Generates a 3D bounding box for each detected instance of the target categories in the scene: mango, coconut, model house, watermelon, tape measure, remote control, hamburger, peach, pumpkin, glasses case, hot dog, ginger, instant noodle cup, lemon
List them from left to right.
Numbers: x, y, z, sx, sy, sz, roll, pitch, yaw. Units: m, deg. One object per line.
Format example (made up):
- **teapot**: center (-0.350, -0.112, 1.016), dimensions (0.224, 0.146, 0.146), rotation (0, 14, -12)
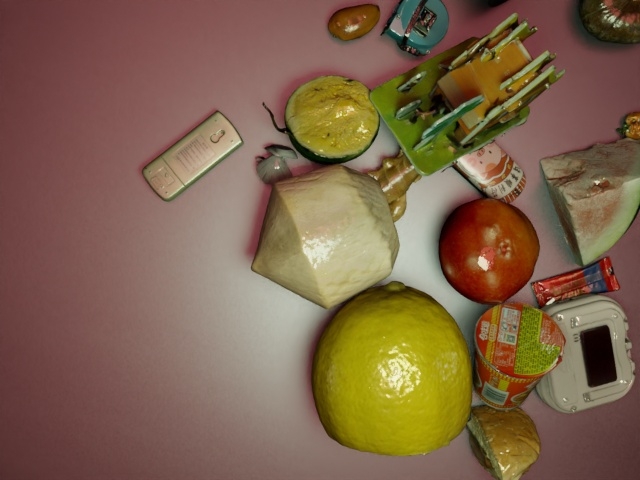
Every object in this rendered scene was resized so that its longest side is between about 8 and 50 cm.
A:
- **remote control**: center (-0.290, -0.190, 1.778), dimensions (0.233, 0.038, 0.098), rotation (-39, 94, -2)
- **coconut**: center (0.000, 0.000, 1.685), dimensions (0.329, 0.329, 0.328), rotation (0, 92, -3)
- **watermelon**: center (0.017, -0.253, 1.743), dimensions (0.232, 0.127, 0.204), rotation (-28, 75, -13)
- **mango**: center (0.079, -0.497, 1.774), dimensions (0.127, 0.063, 0.077), rotation (-21, 85, -3)
- **lemon**: center (0.147, 0.256, 1.663), dimensions (0.365, 0.364, 0.363), rotation (0, 92, -3)
- **ginger**: center (0.171, -0.146, 1.784), dimensions (0.115, 0.081, 0.205), rotation (30, 97, 10)
- **tape measure**: center (0.223, -0.492, 1.774), dimensions (0.125, 0.081, 0.146), rotation (29, 91, -14)
- **model house**: center (0.313, -0.337, 1.621), dimensions (0.358, 0.313, 0.242), rotation (-29, 81, -19)
- **glasses case**: center (0.355, -0.191, 1.795), dimensions (0.267, 0.067, 0.103), rotation (41, 85, -3)
- **peach**: center (0.374, 0.026, 1.737), dimensions (0.244, 0.199, 0.243), rotation (5, 78, -24)
- **hamburger**: center (0.420, 0.449, 1.753), dimensions (0.155, 0.207, 0.135), rotation (-16, 96, 2)
- **instant noodle cup**: center (0.419, 0.271, 1.728), dimensions (0.193, 0.212, 0.193), rotation (0, 53, 0)
- **watermelon**: center (0.627, -0.101, 1.785), dimensions (0.232, 0.193, 0.310), rotation (26, 113, -19)
- **pumpkin**: center (0.700, -0.549, 1.757), dimensions (0.219, 0.162, 0.218), rotation (0, 90, 1)
- **hot dog**: center (0.789, -0.265, 1.822), dimensions (0.189, 0.055, 0.072), rotation (-2, 94, -4)

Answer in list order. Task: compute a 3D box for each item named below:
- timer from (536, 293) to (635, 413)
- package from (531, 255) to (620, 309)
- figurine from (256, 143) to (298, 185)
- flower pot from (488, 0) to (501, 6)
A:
- **timer**: center (0.604, 0.260, 1.802), dimensions (0.237, 0.087, 0.261), rotation (-13, 97, -9)
- **package**: center (0.600, 0.107, 1.841), dimensions (0.201, 0.022, 0.083), rotation (-18, 94, -3)
- **figurine**: center (-0.102, -0.171, 1.778), dimensions (0.095, 0.082, 0.086), rotation (17, 108, 7)
- **flower pot**: center (0.391, -0.721, 1.685), dimensions (0.294, 0.293, 0.330), rotation (-36, 86, -1)
